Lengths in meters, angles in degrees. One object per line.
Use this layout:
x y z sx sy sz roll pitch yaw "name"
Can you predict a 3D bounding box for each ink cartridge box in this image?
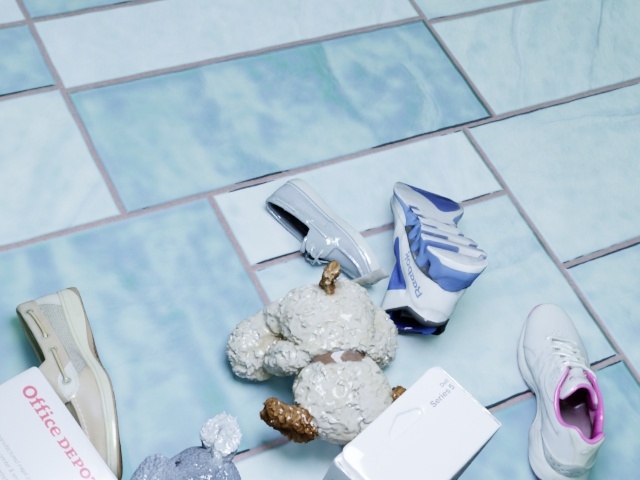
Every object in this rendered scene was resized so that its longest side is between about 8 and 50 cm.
-0.399 0.323 1.282 0.270 0.197 0.198 -28 66 -31 "ink cartridge box"
0.087 0.309 1.389 0.115 0.272 0.198 42 55 15 "ink cartridge box"

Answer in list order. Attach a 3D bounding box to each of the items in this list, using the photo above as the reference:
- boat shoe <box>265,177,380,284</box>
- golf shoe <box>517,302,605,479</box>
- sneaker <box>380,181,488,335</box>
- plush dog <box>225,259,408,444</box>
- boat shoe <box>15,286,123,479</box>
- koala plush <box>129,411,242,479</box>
0.000 -0.001 1.720 0.081 0.079 0.227 -34 65 -23 "boat shoe"
0.369 0.209 1.632 0.115 0.140 0.306 7 52 -10 "golf shoe"
0.148 0.040 1.695 0.128 0.182 0.315 18 22 -13 "sneaker"
0.022 0.171 1.514 0.263 0.210 0.225 -4 60 -20 "plush dog"
-0.334 0.195 1.458 0.098 0.109 0.302 -13 54 -18 "boat shoe"
-0.144 0.330 1.332 0.203 0.196 0.221 14 19 -9 "koala plush"
